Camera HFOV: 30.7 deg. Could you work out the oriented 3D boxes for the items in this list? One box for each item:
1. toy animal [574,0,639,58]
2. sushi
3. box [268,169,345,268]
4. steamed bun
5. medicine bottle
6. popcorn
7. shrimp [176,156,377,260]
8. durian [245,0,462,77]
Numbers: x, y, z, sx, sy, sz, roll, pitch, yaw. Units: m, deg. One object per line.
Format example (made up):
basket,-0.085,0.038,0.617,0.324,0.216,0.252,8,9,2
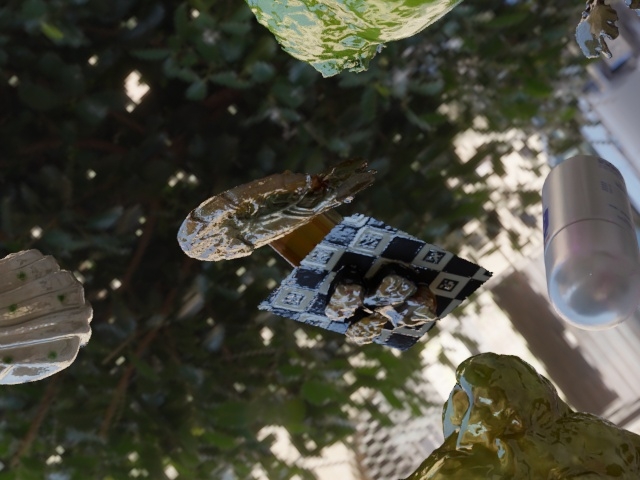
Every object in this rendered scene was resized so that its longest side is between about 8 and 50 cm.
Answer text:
toy animal,0.326,-0.338,1.403,0.186,0.094,0.214,57,-155,-34
sushi,0.067,0.069,1.315,0.210,0.193,0.040,20,-137,-28
box,0.000,0.000,1.534,0.174,0.076,0.274,40,-175,-9
steamed bun,-0.385,0.092,1.486,0.183,0.183,0.106,55,177,19
medicine bottle,0.377,0.004,1.629,0.130,0.130,0.341,44,-155,-15
popcorn,0.230,0.329,1.367,0.292,0.334,0.293,41,164,-27
shrimp,-0.036,-0.034,0.972,0.041,0.180,0.099,60,161,28
durian,0.063,-0.279,0.857,0.204,0.256,0.340,32,166,-11
